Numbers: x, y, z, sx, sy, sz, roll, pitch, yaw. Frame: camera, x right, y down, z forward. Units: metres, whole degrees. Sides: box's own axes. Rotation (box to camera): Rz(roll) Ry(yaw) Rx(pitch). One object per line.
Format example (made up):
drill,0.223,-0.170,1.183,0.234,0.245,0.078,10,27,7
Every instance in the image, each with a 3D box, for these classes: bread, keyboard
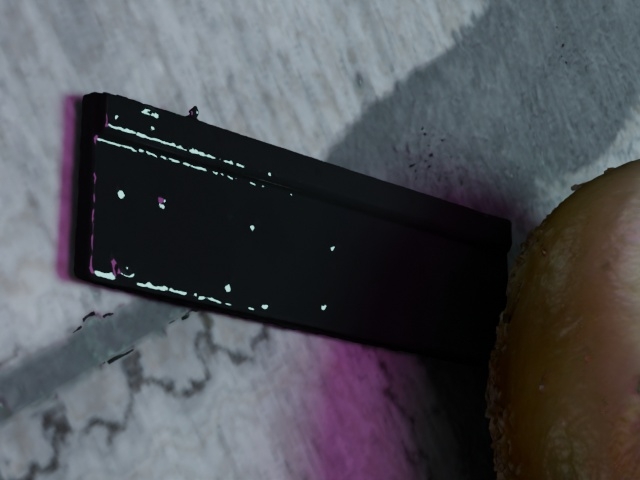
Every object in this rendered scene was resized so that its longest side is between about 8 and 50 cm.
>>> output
bread,0.193,0.105,0.896,0.305,0.159,0.305,33,48,-47
keyboard,0.000,0.000,0.844,0.310,0.018,0.100,15,70,-43
